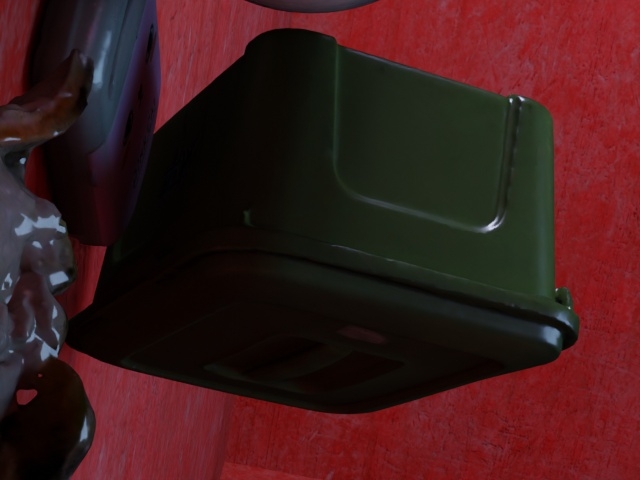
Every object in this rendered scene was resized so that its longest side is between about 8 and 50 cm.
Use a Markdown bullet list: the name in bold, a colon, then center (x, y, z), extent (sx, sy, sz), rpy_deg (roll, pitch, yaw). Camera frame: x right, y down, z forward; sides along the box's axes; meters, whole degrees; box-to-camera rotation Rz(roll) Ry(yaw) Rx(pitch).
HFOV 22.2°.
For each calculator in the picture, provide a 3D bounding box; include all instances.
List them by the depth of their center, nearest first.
- **calculator**: center (-0.129, -0.095, 0.959), extent (0.246, 0.045, 0.141), rpy_deg (96, 4, -63)

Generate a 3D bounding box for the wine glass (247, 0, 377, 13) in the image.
- **wine glass**: center (-0.009, -0.244, 0.802), extent (0.323, 0.238, 0.238), rpy_deg (95, 5, -77)

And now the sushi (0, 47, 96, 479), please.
- **sushi**: center (-0.137, 0.049, 0.438), extent (0.109, 0.134, 0.273), rpy_deg (37, 70, -53)

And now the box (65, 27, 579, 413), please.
- **box**: center (0.000, 0.000, 1.066), extent (0.329, 0.253, 0.177), rpy_deg (-25, -128, 62)
